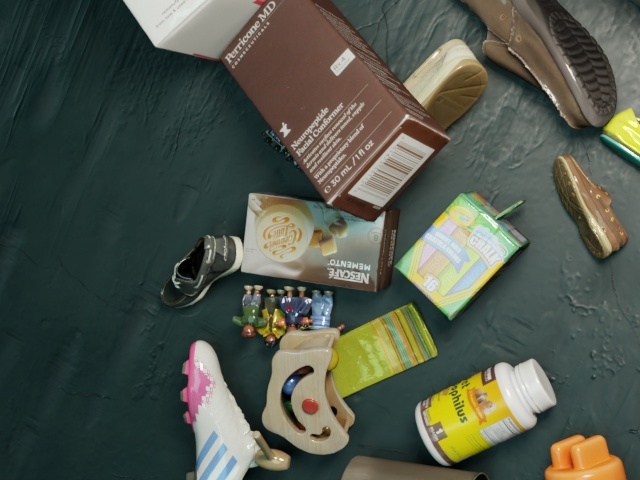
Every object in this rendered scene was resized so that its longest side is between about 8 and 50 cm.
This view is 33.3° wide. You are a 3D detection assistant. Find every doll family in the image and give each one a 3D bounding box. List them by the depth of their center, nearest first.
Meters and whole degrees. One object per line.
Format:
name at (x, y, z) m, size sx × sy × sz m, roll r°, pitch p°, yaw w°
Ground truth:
doll family at (-0.056, 0.141, 1.878) m, size 0.193 × 0.076 × 0.111 m, roll -1°, pitch 75°, yaw 23°

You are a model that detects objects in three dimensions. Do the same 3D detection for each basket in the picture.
basket at (0.154, 0.446, 1.787) m, size 0.227 × 0.204 × 0.154 m, roll 8°, pitch 52°, yaw 26°

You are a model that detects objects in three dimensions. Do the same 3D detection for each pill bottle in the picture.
pill bottle at (0.271, 0.277, 1.755) m, size 0.215 × 0.117 × 0.117 m, roll -30°, pitch 84°, yaw 17°

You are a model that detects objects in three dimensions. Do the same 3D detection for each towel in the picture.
towel at (0.081, 0.201, 1.866) m, size 0.237 × 0.021 × 0.102 m, roll -28°, pitch 84°, yaw 18°

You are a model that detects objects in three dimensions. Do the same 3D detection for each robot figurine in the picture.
robot figurine at (0.431, 0.424, 1.708) m, size 0.158 × 0.128 × 0.219 m, roll -13°, pitch 88°, yaw 16°

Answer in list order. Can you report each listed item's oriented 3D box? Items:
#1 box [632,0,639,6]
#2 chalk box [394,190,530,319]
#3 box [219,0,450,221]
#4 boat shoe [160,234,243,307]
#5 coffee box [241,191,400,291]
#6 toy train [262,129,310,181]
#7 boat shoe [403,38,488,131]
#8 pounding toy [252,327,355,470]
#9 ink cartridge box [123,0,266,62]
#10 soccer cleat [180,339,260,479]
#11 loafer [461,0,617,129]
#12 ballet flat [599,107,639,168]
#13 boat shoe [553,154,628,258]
box at (0.444, -0.450, 1.578) m, size 0.231 × 0.262 × 0.126 m, roll 40°, pitch 104°, yaw 13°
chalk box at (0.247, 0.004, 1.740) m, size 0.132 × 0.132 × 0.213 m, roll 44°, pitch 104°, yaw 11°
box at (0.015, -0.233, 1.730) m, size 0.191 × 0.143 × 0.381 m, roll -48°, pitch 54°, yaw 17°
boat shoe at (-0.229, 0.053, 1.896) m, size 0.233 × 0.079 × 0.084 m, roll -36°, pitch 60°, yaw 45°
coffee box at (0.000, 0.000, 1.839) m, size 0.247 × 0.098 × 0.141 m, roll 9°, pitch 96°, yaw 18°
toy train at (-0.039, -0.146, 1.882) m, size 0.158 × 0.027 × 0.036 m, roll 40°, pitch 101°, yaw 12°
boat shoe at (0.148, -0.206, 1.786) m, size 0.302 × 0.109 × 0.098 m, roll -47°, pitch 43°, yaw 24°
pounding toy at (-0.022, 0.294, 1.812) m, size 0.154 × 0.155 × 0.269 m, roll 13°, pitch 116°, yaw 6°
ink cartridge box at (-0.265, -0.506, 1.805) m, size 0.160 × 0.279 × 0.384 m, roll -38°, pitch 81°, yaw 18°
soccer cleat at (-0.170, 0.340, 1.923) m, size 0.143 × 0.116 × 0.331 m, roll -3°, pitch 95°, yaw 3°
loafer at (0.337, -0.316, 1.708) m, size 0.130 × 0.134 × 0.366 m, roll -43°, pitch 69°, yaw 39°
ballet flat at (0.541, -0.119, 1.668) m, size 0.077 × 0.077 × 0.231 m, roll -45°, pitch 77°, yaw -1°
boat shoe at (0.432, -0.060, 1.717) m, size 0.060 × 0.064 × 0.178 m, roll -26°, pitch 86°, yaw -13°
